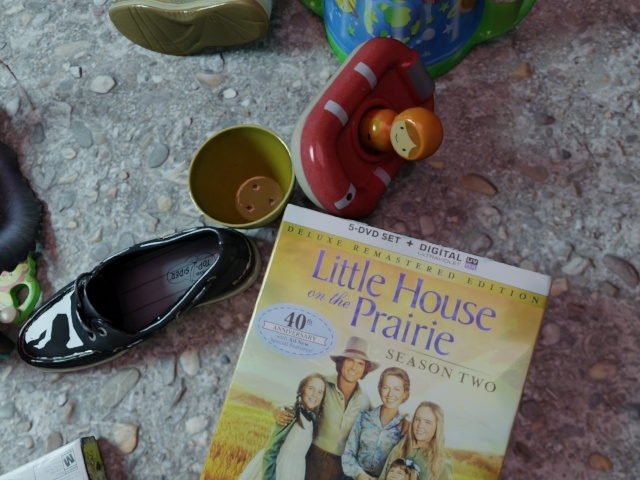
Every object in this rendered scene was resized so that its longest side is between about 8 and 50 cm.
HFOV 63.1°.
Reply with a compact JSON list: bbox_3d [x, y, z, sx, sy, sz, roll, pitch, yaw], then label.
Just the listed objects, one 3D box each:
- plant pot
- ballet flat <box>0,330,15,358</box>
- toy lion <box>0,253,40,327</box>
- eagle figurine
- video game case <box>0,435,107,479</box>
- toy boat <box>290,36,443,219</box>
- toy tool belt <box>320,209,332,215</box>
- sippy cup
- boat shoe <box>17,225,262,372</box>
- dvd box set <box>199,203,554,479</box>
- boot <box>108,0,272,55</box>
[{"bbox_3d":[-0.091,-0.069,0.678,0.134,0.095,0.134,-2,75,7],"label":"plant pot"},{"bbox_3d":[-0.525,0.116,0.675,0.281,0.095,0.096,-7,78,13],"label":"ballet flat"},{"bbox_3d":[-0.433,0.059,0.728,0.100,0.034,0.096,25,72,13],"label":"toy lion"},{"bbox_3d":[-0.542,-0.087,0.723,0.226,0.225,0.298,1,108,48],"label":"eagle figurine"},{"bbox_3d":[-0.351,0.381,0.621,0.232,0.042,0.210,-26,73,1],"label":"video game case"},{"bbox_3d":[0.077,-0.128,0.619,0.151,0.151,0.231,20,70,49],"label":"toy boat"},{"bbox_3d":[0.000,0.000,0.670,0.083,0.052,0.051,-43,65,-4],"label":"toy tool belt"},{"bbox_3d":[0.105,-0.358,0.662,0.306,0.224,0.239,-20,73,3],"label":"sippy cup"},{"bbox_3d":[-0.244,0.070,0.653,0.340,0.113,0.127,-18,75,3],"label":"boat shoe"},{"bbox_3d":[0.047,0.198,0.579,0.308,0.062,0.420,17,85,11],"label":"dvd box set"},{"bbox_3d":[-0.174,-0.389,0.779,0.262,0.095,0.203,3,66,24],"label":"boot"}]
